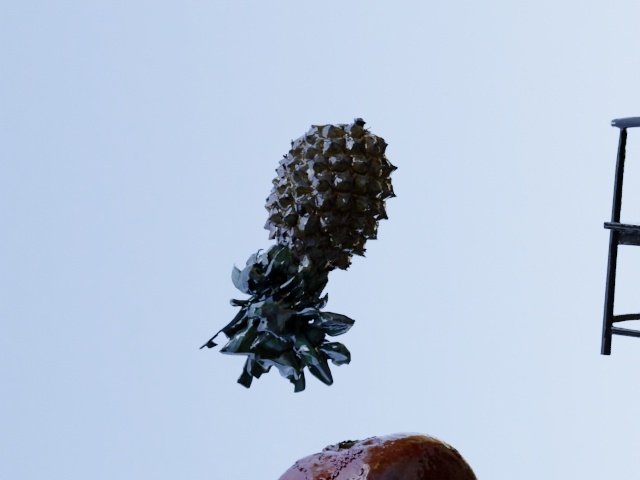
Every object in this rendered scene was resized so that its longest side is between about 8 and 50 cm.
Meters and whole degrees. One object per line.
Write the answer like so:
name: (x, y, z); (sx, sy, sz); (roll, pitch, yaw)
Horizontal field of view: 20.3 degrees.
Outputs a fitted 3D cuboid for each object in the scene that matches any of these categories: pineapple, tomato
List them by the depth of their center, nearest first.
pineapple: (0.000, 0.001, 1.204); (0.083, 0.103, 0.221); (79, -154, -49)
tomato: (0.044, 0.235, 1.364); (0.099, 0.189, 0.173); (102, 157, -80)

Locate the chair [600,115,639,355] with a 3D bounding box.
chair: (0.395, -0.001, 1.934); (0.141, 0.155, 0.260); (0, -85, -56)
